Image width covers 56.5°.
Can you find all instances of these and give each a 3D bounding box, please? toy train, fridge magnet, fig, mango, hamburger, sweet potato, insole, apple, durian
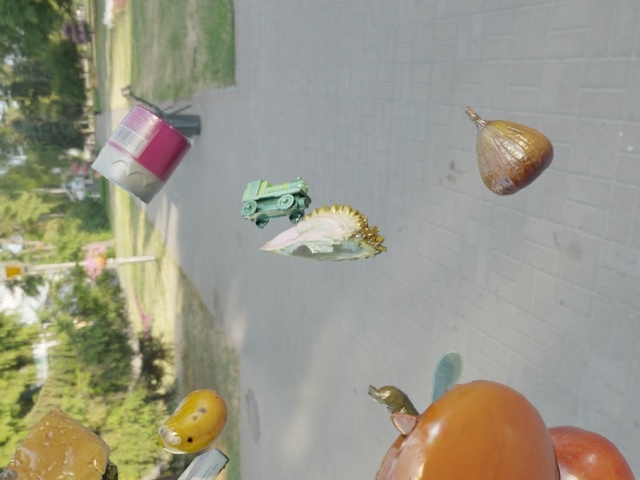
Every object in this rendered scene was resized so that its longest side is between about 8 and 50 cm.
[{"bbox_3d":[-0.116,-0.106,1.561,0.083,0.200,0.132,50,-139,-48],"label":"toy train"},{"bbox_3d":[0.193,0.362,0.764,0.155,0.364,0.363,-5,89,49],"label":"fridge magnet"},{"bbox_3d":[0.288,-0.137,0.958,0.153,0.119,0.119,28,129,19],"label":"fig"},{"bbox_3d":[-0.263,0.389,1.271,0.178,0.115,0.090,-49,-25,-65],"label":"mango"},{"bbox_3d":[-0.540,0.510,1.266,0.330,0.209,0.162,-84,3,-58],"label":"hamburger"},{"bbox_3d":[0.280,0.576,1.988,0.310,0.098,0.124,45,178,-1],"label":"sweet potato"},{"bbox_3d":[0.365,0.425,1.753,0.003,0.080,0.231,-50,-29,-66],"label":"insole"},{"bbox_3d":[0.451,0.453,1.088,0.218,0.201,0.218,41,144,39],"label":"apple"},{"bbox_3d":[-0.002,-0.012,0.939,0.224,0.140,0.078,-2,80,25],"label":"durian"}]

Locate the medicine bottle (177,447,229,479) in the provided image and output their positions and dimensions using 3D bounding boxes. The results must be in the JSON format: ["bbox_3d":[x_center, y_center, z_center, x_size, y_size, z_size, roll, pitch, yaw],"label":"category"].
[{"bbox_3d":[-0.318,0.602,1.463,0.052,0.171,0.201,44,145,-1],"label":"medicine bottle"}]

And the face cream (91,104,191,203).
[{"bbox_3d":[-0.450,-0.214,1.502,0.194,0.175,0.175,-55,21,-7],"label":"face cream"}]
